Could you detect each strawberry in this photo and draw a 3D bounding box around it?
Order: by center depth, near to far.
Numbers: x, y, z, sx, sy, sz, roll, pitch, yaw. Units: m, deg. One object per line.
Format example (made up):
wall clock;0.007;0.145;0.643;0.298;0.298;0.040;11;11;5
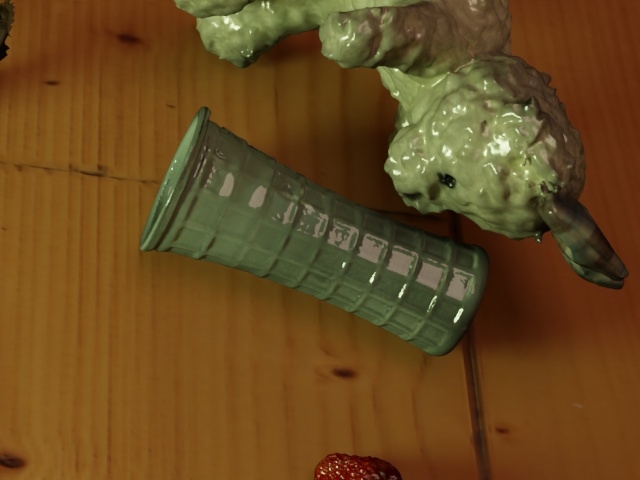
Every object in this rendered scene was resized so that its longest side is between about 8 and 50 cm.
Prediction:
strawberry;0.031;0.216;1.409;0.083;0.073;0.073;19;42;38

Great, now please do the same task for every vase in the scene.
vase;0.000;0.000;1.490;0.299;0.143;0.143;23;53;-11

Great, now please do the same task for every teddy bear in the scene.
teddy bear;0.066;-0.107;1.503;0.375;0.327;0.362;-8;76;6

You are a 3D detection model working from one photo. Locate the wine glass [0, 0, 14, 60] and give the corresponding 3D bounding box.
wine glass;-0.430;-0.260;1.481;0.321;0.143;0.143;43;53;9
